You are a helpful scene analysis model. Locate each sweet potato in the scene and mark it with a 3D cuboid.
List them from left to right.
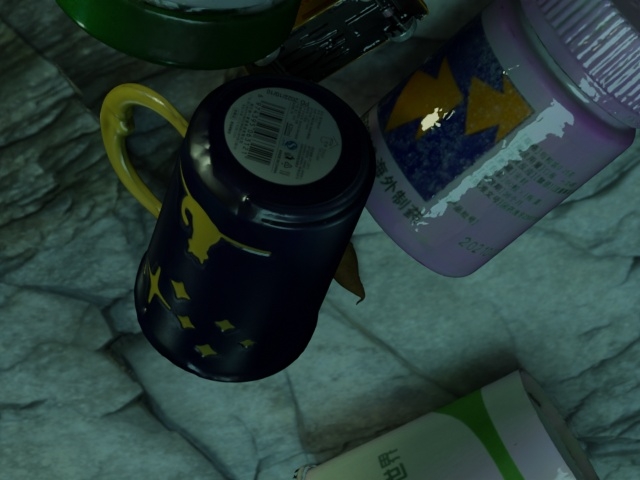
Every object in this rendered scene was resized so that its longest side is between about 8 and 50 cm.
[{"bbox_3d":[0.000,0.000,1.788,0.056,0.056,0.195,-24,133,13],"label":"sweet potato"}]

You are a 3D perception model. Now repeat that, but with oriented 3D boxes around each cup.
[{"bbox_3d":[-0.097,-0.028,1.617,0.255,0.178,0.256,20,143,-1],"label":"cup"},{"bbox_3d":[0.146,0.278,1.933,0.274,0.253,0.253,-34,126,10],"label":"cup"}]

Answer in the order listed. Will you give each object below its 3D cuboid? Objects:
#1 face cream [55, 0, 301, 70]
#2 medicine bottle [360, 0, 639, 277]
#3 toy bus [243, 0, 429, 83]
[{"bbox_3d":[-0.077,-0.329,1.387,0.312,0.219,0.357,6,132,-14],"label":"face cream"},{"bbox_3d":[0.176,-0.117,1.625,0.178,0.178,0.291,33,120,-30],"label":"medicine bottle"},{"bbox_3d":[0.007,-0.191,1.611,0.162,0.074,0.069,-30,135,15],"label":"toy bus"}]
